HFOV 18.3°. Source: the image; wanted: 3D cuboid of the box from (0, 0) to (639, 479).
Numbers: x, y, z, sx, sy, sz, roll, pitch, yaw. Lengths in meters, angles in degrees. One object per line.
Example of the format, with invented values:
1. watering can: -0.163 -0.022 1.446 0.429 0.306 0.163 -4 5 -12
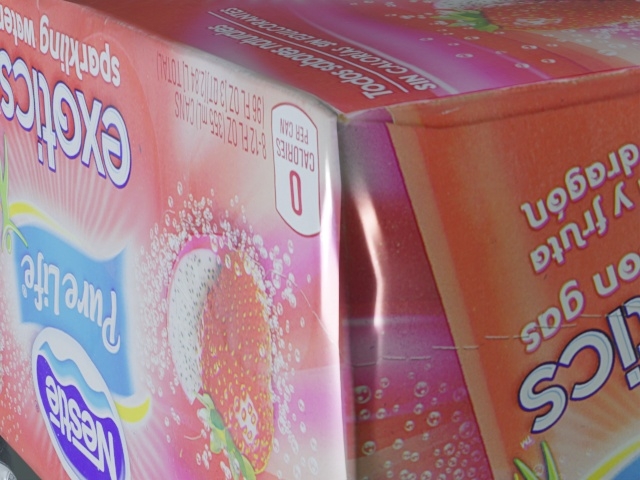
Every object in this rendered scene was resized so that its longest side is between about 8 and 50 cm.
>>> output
1. box: 0.000 0.000 0.524 0.300 0.142 0.154 30 126 59

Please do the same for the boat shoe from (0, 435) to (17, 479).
1. boat shoe: -0.325 0.162 1.376 0.229 0.080 0.076 -4 37 -6
